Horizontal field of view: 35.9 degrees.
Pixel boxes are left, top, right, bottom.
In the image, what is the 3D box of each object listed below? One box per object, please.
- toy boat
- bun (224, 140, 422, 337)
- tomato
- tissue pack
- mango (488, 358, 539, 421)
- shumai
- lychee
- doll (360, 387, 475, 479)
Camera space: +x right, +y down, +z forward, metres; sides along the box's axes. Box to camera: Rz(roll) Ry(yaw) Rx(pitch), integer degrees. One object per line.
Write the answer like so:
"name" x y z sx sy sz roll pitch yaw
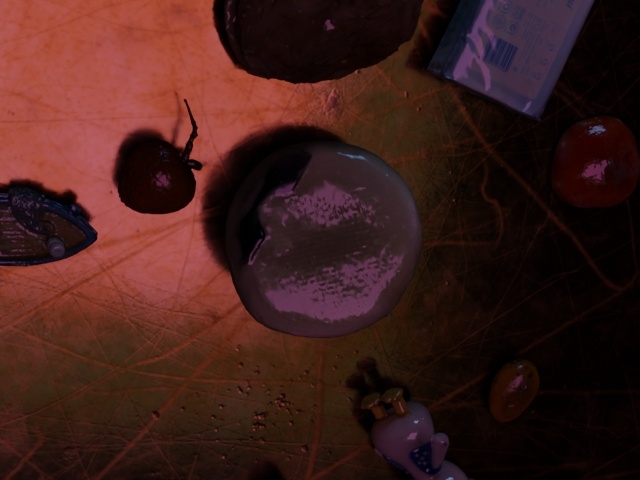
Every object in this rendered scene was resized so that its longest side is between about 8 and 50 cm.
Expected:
"toy boat" -0.414 -0.011 1.300 0.237 0.098 0.109 -1 108 -17
"bun" 0.000 0.000 1.397 0.283 0.179 0.283 0 86 -7
"tomato" 0.442 -0.118 1.544 0.155 0.069 0.156 -4 105 -16
"tissue pack" 0.288 -0.328 1.432 0.177 0.089 0.263 21 96 -22
"mango" 0.314 0.246 1.615 0.079 0.057 0.114 12 109 -24
"shumai" 0.028 -0.320 1.263 0.314 0.262 0.267 -42 111 -1
"lychee" -0.211 -0.093 1.329 0.140 0.101 0.114 -31 107 26
"doll" 0.163 0.355 1.566 0.138 0.119 0.293 -17 116 34
